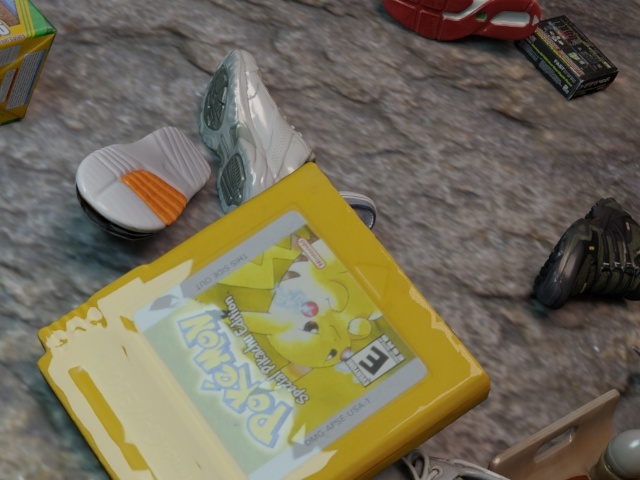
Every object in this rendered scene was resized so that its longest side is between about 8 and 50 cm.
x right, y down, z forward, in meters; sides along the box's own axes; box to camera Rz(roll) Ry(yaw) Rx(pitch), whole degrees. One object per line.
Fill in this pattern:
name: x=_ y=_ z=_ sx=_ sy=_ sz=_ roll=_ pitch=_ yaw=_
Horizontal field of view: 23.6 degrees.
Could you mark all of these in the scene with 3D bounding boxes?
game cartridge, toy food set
game cartridge: x=-0.059 y=0.114 z=1.376 sx=0.323 sy=0.053 sz=0.285 roll=-33 pitch=66 yaw=-15
toy food set: x=0.327 y=0.300 z=1.503 sx=0.219 sy=0.092 sz=0.306 roll=-20 pitch=61 yaw=-43

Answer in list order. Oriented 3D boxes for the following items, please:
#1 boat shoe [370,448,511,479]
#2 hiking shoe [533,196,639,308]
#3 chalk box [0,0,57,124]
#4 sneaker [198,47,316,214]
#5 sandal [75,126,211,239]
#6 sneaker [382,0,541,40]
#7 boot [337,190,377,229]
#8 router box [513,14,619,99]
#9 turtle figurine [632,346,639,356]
boat shoe: x=0.147 y=0.260 z=1.386 sx=0.320 sy=0.103 sz=0.118 roll=22 pitch=62 yaw=7
hiking shoe: x=0.334 y=0.028 z=1.791 sx=0.114 sy=0.086 sz=0.227 roll=37 pitch=39 yaw=12
chalk box: x=-0.398 y=-0.225 z=1.573 sx=0.132 sy=0.132 sz=0.213 roll=-23 pitch=64 yaw=-43
sneaker: x=-0.064 y=-0.111 z=1.707 sx=0.115 sy=0.090 sz=0.232 roll=11 pitch=52 yaw=-31
sandal: x=-0.187 y=-0.047 z=1.574 sx=0.102 sy=0.076 sz=0.265 roll=49 pitch=21 yaw=0
sneaker: x=0.180 y=-0.329 z=2.093 sx=0.221 sy=0.087 sz=0.128 roll=11 pitch=23 yaw=-15
boot: x=0.000 y=0.000 z=1.612 sx=0.190 sy=0.069 sz=0.086 roll=-17 pitch=26 yaw=-32
router box: x=0.340 y=-0.254 z=2.121 sx=0.092 sy=0.038 sz=0.122 roll=-18 pitch=59 yaw=-42
turtle figurine: x=0.422 y=0.178 z=1.675 sx=0.234 sy=0.118 sz=0.175 roll=-2 pitch=9 yaw=-34
